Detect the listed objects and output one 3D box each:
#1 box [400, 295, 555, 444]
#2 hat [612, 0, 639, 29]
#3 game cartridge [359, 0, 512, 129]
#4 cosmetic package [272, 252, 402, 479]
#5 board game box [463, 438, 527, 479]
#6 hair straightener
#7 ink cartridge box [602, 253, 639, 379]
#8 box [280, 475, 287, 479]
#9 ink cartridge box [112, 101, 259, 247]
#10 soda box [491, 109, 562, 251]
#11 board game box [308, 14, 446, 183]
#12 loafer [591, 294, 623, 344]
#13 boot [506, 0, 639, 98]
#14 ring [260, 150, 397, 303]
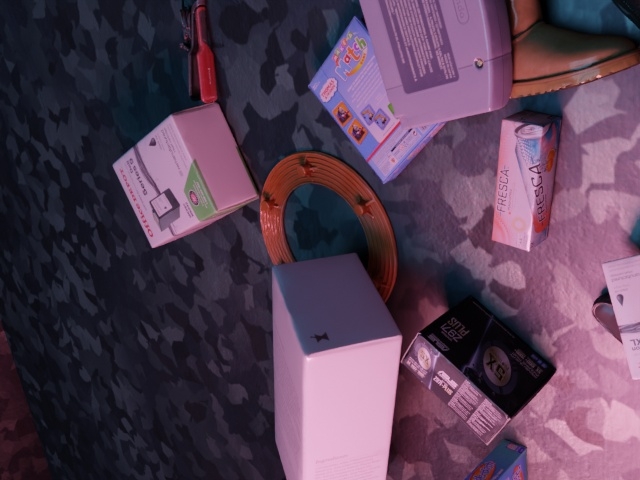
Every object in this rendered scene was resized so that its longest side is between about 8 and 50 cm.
[{"bbox_3d":[0.242,0.193,1.115,0.180,0.147,0.078,43,135,22],"label":"box"},{"bbox_3d":[0.394,-0.339,0.700,0.331,0.134,0.331,22,124,36],"label":"hat"},{"bbox_3d":[0.139,-0.300,0.928,0.198,0.062,0.297,-4,108,48],"label":"game cartridge"},{"bbox_3d":[0.016,0.275,1.283,0.230,0.161,0.453,-116,22,-51],"label":"cosmetic package"},{"bbox_3d":[0.265,0.447,1.174,0.047,0.210,0.160,12,118,42],"label":"board game box"},{"bbox_3d":[-0.251,-0.381,1.391,0.089,0.047,0.231,13,119,41],"label":"hair straightener"},{"bbox_3d":[0.424,0.088,0.890,0.109,0.063,0.151,-18,78,31],"label":"ink cartridge box"},{"bbox_3d":[0.004,0.527,1.471,0.175,0.220,0.051,25,129,36],"label":"box"},{"bbox_3d":[-0.285,-0.126,1.501,0.289,0.121,0.211,-23,92,49],"label":"ink cartridge box"},{"bbox_3d":[0.283,-0.081,0.999,0.063,0.058,0.183,20,124,38],"label":"soda box"},{"bbox_3d":[0.087,-0.220,1.140,0.211,0.039,0.160,53,137,10],"label":"board game box"},{"bbox_3d":[0.431,0.130,0.955,0.170,0.061,0.062,33,131,31],"label":"loafer"},{"bbox_3d":[0.252,-0.315,0.889,0.236,0.089,0.270,-3,106,46],"label":"boot"},{"bbox_3d":[0.000,0.000,1.347,0.336,0.032,0.337,23,125,36],"label":"ring"}]
